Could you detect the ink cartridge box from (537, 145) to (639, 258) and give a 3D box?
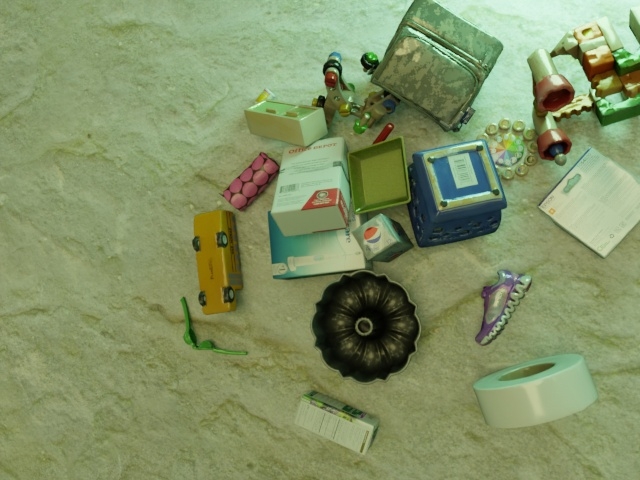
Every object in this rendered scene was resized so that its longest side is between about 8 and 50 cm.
[{"bbox_3d":[0.751,-0.103,1.407,0.224,0.045,0.223,43,98,17],"label":"ink cartridge box"}]

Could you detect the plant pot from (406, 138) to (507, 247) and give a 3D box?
[{"bbox_3d":[0.362,-0.136,1.404,0.235,0.212,0.236,-11,72,0],"label":"plant pot"}]

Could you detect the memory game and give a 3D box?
[{"bbox_3d":[0.540,-0.266,1.505,0.186,0.012,0.186,-1,86,18],"label":"memory game"}]

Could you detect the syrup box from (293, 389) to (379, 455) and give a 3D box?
[{"bbox_3d":[0.050,0.545,1.563,0.236,0.093,0.096,17,91,18],"label":"syrup box"}]

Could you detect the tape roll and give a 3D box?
[{"bbox_3d":[0.540,0.379,1.319,0.286,0.286,0.100,-22,80,15],"label":"tape roll"}]

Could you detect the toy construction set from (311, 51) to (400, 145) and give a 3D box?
[{"bbox_3d":[0.103,-0.386,1.572,0.237,0.257,0.309,127,134,-53],"label":"toy construction set"}]

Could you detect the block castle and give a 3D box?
[{"bbox_3d":[0.759,-0.377,1.274,0.452,0.303,0.213,-16,59,16],"label":"block castle"}]

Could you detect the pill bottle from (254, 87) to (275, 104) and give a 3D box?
[{"bbox_3d":[-0.193,-0.467,1.742,0.043,0.043,0.083,44,99,16],"label":"pill bottle"}]

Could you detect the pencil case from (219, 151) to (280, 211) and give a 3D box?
[{"bbox_3d":[-0.231,-0.199,1.714,0.209,0.095,0.098,-43,54,9],"label":"pencil case"}]

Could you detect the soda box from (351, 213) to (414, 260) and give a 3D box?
[{"bbox_3d":[0.181,-0.001,1.458,0.098,0.286,0.091,-33,77,14],"label":"soda box"}]

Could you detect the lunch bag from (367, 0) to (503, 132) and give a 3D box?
[{"bbox_3d":[0.316,-0.479,1.449,0.305,0.212,0.256,31,89,-4],"label":"lunch bag"}]

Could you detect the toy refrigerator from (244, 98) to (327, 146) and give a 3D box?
[{"bbox_3d":[-0.112,-0.375,1.613,0.269,0.102,0.094,23,137,41],"label":"toy refrigerator"}]

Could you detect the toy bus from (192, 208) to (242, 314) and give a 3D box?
[{"bbox_3d":[-0.336,0.071,1.704,0.108,0.130,0.333,-10,83,16],"label":"toy bus"}]

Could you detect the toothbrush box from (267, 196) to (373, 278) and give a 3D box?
[{"bbox_3d":[0.000,0.000,1.602,0.295,0.126,0.217,-9,82,18],"label":"toothbrush box"}]

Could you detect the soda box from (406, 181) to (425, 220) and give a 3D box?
[{"bbox_3d":[0.284,-0.125,1.555,0.063,0.058,0.183,-46,75,10],"label":"soda box"}]

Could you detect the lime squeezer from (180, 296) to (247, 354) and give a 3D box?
[{"bbox_3d":[-0.391,0.328,1.753,0.310,0.059,0.110,36,67,19],"label":"lime squeezer"}]

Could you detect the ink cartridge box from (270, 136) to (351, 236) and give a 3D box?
[{"bbox_3d":[-0.018,-0.160,1.517,0.196,0.114,0.273,-7,51,18],"label":"ink cartridge box"}]

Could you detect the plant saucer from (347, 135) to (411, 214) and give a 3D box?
[{"bbox_3d":[0.173,-0.180,1.473,0.188,0.045,0.188,-11,81,37],"label":"plant saucer"}]

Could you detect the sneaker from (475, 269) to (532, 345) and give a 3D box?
[{"bbox_3d":[0.491,0.181,1.454,0.104,0.095,0.236,31,91,24],"label":"sneaker"}]

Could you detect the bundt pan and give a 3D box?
[{"bbox_3d":[0.142,0.252,1.539,0.330,0.124,0.331,-2,85,17],"label":"bundt pan"}]
